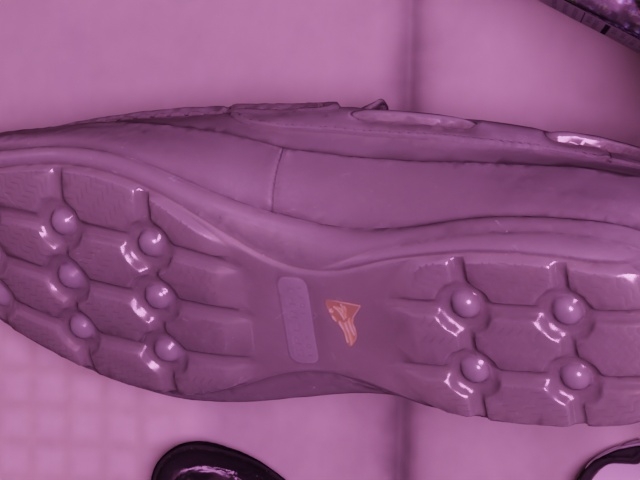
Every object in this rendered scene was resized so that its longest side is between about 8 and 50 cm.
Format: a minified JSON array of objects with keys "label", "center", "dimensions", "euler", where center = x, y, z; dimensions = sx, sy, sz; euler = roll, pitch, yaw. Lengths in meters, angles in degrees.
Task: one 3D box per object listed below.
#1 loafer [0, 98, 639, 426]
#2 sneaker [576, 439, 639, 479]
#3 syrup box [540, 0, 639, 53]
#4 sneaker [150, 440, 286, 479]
[{"label":"loafer","center":[0.000,0.000,0.681],"dimensions":[0.319,0.111,0.112],"euler":[9,123,20]},{"label":"sneaker","center":[0.155,0.103,0.694],"dimensions":[0.109,0.044,0.040],"euler":[5,96,8]},{"label":"syrup box","center":[0.158,-0.104,0.654],"dimensions":[0.237,0.096,0.093],"euler":[29,96,5]},{"label":"sneaker","center":[-0.004,0.147,0.691],"dimensions":[0.051,0.089,0.170],"euler":[-44,89,0]}]
